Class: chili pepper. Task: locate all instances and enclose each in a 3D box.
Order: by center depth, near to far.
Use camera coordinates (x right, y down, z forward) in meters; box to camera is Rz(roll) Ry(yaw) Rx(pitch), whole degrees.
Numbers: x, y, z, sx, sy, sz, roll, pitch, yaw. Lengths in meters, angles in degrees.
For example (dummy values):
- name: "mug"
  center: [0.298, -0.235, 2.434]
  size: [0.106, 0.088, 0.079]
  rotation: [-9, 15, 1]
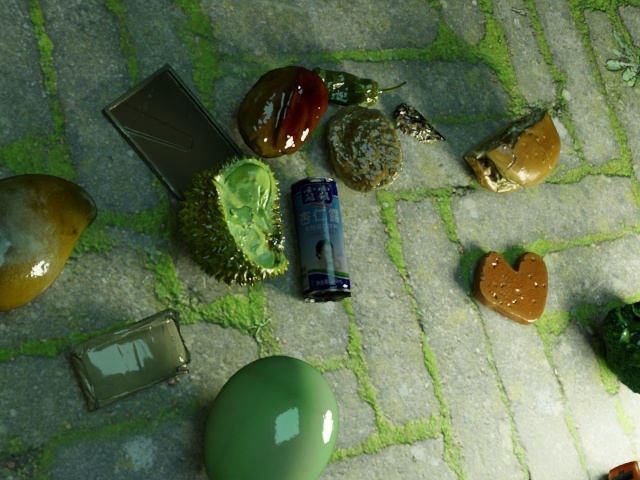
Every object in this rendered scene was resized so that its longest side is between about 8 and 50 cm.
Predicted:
- name: "chili pepper"
  center: [0.073, -0.320, 2.073]
  size: [0.204, 0.073, 0.072]
  rotation: [10, 85, -17]

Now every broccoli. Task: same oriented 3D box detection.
- name: "broccoli"
  center: [0.790, 0.225, 2.200]
  size: [0.297, 0.297, 0.297]
  rotation: [21, 28, -12]

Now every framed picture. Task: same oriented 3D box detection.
- name: "framed picture"
  center: [-0.271, -0.197, 1.842]
  size: [0.250, 0.016, 0.184]
  rotation: [49, 55, -7]

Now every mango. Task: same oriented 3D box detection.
- name: "mango"
  center: [-0.487, -0.006, 1.558]
  size: [0.316, 0.146, 0.193]
  rotation: [-44, 105, -42]

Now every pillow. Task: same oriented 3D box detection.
- name: "pillow"
  center: [-0.315, 0.199, 1.641]
  size: [0.208, 0.053, 0.119]
  rotation: [-19, 87, -36]

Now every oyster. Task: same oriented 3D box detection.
- name: "oyster"
  center: [0.221, -0.263, 2.169]
  size: [0.132, 0.029, 0.086]
  rotation: [8, 68, -28]

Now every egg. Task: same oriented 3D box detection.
- name: "egg"
  center: [-0.084, 0.325, 1.637]
  size: [0.220, 0.220, 0.269]
  rotation: [32, 59, -19]

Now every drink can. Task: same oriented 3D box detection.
- name: "drink can"
  center: [0.000, 0.000, 1.891]
  size: [0.097, 0.097, 0.235]
  rotation: [4, 70, -31]

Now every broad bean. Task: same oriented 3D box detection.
- name: "broad bean"
  center: [-0.076, -0.255, 1.924]
  size: [0.228, 0.122, 0.156]
  rotation: [-49, 126, -29]

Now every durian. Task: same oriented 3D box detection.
- name: "durian"
  center: [-0.155, -0.025, 1.751]
  size: [0.200, 0.176, 0.237]
  rotation: [-10, 76, -33]

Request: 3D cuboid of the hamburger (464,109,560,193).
- name: "hamburger"
  center: [0.468, -0.201, 2.232]
  size: [0.283, 0.144, 0.156]
  rotation: [-34, 92, -38]

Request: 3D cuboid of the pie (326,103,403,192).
- name: "pie"
  center: [0.086, -0.192, 2.030]
  size: [0.163, 0.079, 0.193]
  rotation: [-12, 80, -25]

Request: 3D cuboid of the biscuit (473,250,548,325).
- name: "biscuit"
  center: [0.426, 0.089, 2.163]
  size: [0.192, 0.036, 0.186]
  rotation: [27, 57, -21]

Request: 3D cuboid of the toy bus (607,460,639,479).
- name: "toy bus"
  center: [0.762, 0.557, 2.153]
  size: [0.265, 0.121, 0.120]
  rotation: [12, 57, -29]
